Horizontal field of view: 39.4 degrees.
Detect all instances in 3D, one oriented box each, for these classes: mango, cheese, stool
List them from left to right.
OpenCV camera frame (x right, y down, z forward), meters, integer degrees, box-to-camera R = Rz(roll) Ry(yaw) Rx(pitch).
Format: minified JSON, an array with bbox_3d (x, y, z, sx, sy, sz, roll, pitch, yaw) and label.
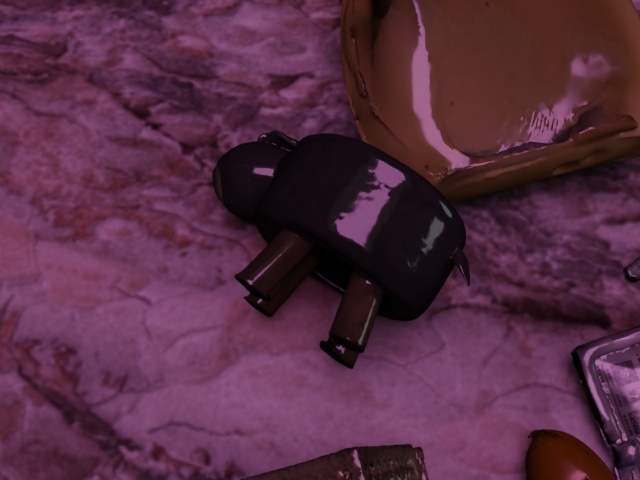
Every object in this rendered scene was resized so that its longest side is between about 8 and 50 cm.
[{"bbox_3d":[0.004,0.005,0.708,0.228,0.153,0.139,17,68,50],"label":"stool"},{"bbox_3d":[0.135,-0.187,0.764,0.259,0.128,0.316,-14,76,-13],"label":"cheese"},{"bbox_3d":[0.191,0.203,0.672,0.077,0.063,0.127,-11,70,4],"label":"mango"}]

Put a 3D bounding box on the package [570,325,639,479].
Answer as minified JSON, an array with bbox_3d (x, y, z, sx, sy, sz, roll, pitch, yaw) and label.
[{"bbox_3d":[0.306,0.142,0.706,0.173,0.027,0.171,-16,78,-4],"label":"package"}]

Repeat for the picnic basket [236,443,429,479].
[{"bbox_3d":[0.021,0.249,0.604,0.134,0.154,0.196,-21,71,18],"label":"picnic basket"}]

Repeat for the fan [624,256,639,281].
[{"bbox_3d":[0.423,-0.045,0.792,0.223,0.012,0.294,26,72,7],"label":"fan"}]
